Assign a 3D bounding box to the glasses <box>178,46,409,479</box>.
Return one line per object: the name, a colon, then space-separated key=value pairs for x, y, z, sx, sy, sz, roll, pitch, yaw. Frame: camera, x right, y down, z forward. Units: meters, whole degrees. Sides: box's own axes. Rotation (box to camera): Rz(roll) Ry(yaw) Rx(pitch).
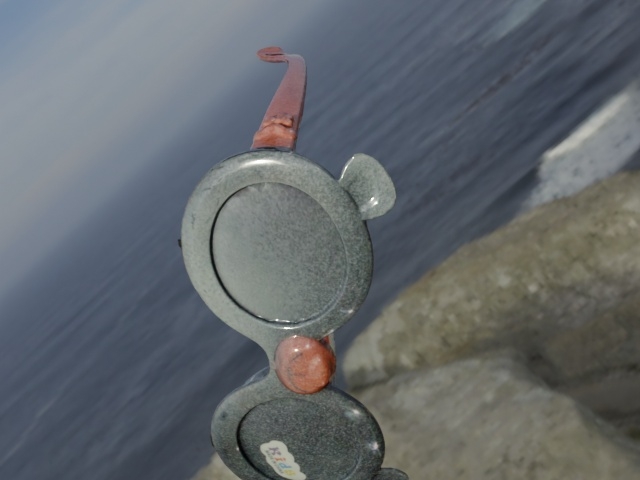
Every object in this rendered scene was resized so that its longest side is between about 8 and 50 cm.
glasses: x=0.000 y=0.000 z=0.673 sx=0.118 sy=0.234 sz=0.268 roll=-2 pitch=32 yaw=8
